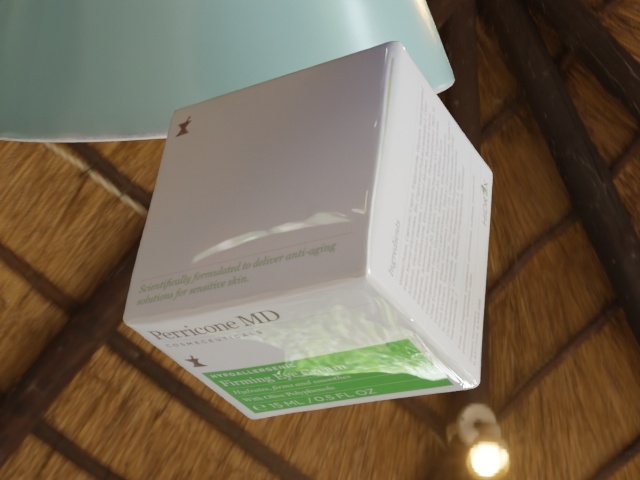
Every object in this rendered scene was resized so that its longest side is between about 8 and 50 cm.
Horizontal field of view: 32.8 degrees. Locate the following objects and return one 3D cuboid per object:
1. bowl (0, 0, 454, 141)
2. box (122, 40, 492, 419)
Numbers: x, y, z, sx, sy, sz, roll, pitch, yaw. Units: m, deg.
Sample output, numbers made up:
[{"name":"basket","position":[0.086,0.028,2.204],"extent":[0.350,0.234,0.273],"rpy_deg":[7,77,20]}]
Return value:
[{"name":"bowl","position":[-0.077,-0.166,0.684],"extent":[0.312,0.311,0.163],"rpy_deg":[-3,-75,10]},{"name":"box","position":[0.000,0.000,0.402],"extent":[0.101,0.102,0.087],"rpy_deg":[-13,-39,29]}]
